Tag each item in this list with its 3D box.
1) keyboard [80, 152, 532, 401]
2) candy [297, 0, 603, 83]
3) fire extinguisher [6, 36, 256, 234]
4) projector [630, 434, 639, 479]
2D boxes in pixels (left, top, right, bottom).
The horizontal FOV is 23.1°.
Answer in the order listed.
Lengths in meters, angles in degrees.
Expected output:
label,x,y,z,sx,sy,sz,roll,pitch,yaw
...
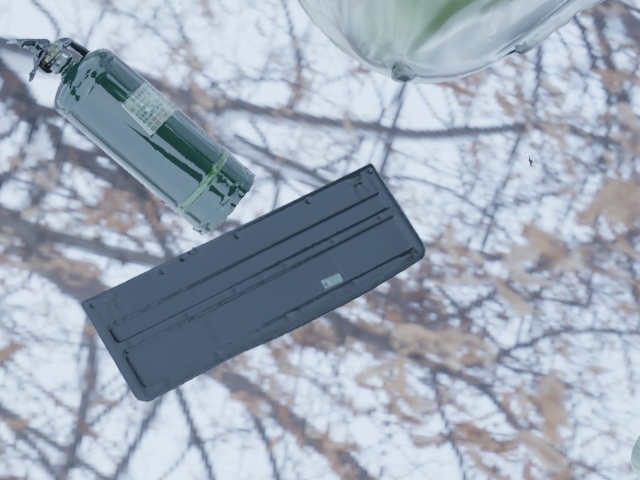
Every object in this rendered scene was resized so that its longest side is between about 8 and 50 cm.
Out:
label,x,y,z,sx,sy,sz,roll,pitch,yaw
keyboard,-0.002,0.004,1.242,0.103,0.381,0.041,58,-19,13
candy,0.141,-0.346,1.240,0.427,0.386,0.186,-27,-141,-15
fire extinguisher,-0.209,-0.131,1.685,0.093,0.294,0.118,-42,-166,32
projector,0.370,0.143,1.271,0.079,0.259,0.257,23,-111,45
